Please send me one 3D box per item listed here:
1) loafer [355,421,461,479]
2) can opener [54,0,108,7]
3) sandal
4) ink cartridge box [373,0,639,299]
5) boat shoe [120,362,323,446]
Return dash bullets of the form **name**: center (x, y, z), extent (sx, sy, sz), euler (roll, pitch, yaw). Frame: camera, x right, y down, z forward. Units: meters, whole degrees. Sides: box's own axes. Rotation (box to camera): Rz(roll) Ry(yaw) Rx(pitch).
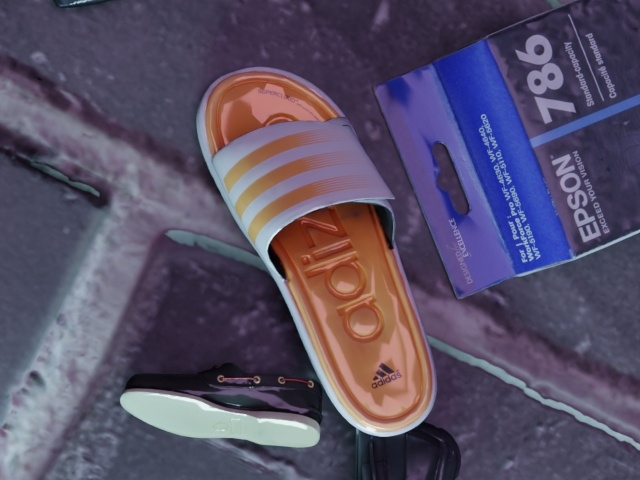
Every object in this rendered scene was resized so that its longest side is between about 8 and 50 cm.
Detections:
- **loafer**: center (0.032, 0.224, 1.275), extent (0.078, 0.076, 0.223), euler (14, 79, -5)
- **can opener**: center (-0.200, -0.180, 1.260), extent (0.186, 0.059, 0.073), euler (-14, 90, -12)
- **sandal**: center (0.010, -0.004, 1.265), extent (0.102, 0.076, 0.265), euler (-24, 80, -12)
- **ink cartridge box**: center (0.219, -0.094, 1.338), extent (0.332, 0.065, 0.165), euler (-23, 92, -11)
- **boat shoe**: center (-0.064, 0.104, 1.279), extent (0.133, 0.049, 0.042), euler (8, 57, -4)
